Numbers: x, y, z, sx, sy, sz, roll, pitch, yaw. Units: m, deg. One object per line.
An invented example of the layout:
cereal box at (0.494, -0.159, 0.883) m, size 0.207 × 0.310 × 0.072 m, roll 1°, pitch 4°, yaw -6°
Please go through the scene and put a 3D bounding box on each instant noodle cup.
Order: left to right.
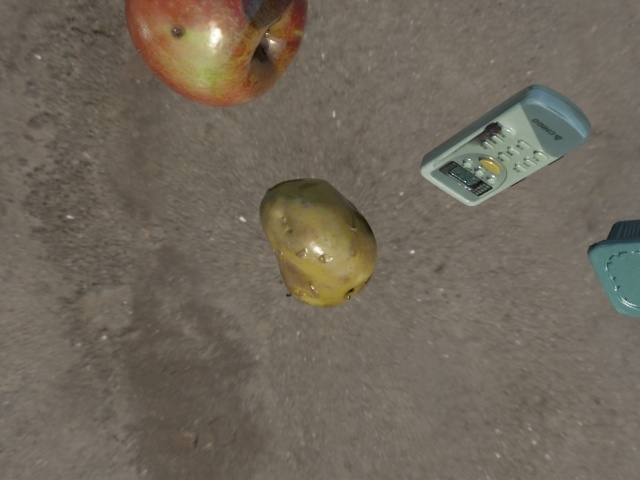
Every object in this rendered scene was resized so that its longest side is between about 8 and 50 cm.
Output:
instant noodle cup at (0.452, 0.028, 1.139) m, size 0.179 × 0.157 × 0.070 m, roll -5°, pitch 49°, yaw 37°

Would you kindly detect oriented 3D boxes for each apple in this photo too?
apple at (-0.187, -0.419, 1.592) m, size 0.277 × 0.348 × 0.348 m, roll 31°, pitch 88°, yaw 17°

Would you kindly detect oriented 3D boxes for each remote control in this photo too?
remote control at (0.304, -0.151, 1.466) m, size 0.140 × 0.296 × 0.056 m, roll 30°, pitch 56°, yaw -21°

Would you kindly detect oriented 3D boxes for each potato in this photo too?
potato at (0.000, 0.000, 1.060) m, size 0.137 × 0.176 × 0.137 m, roll -9°, pitch 50°, yaw 11°
